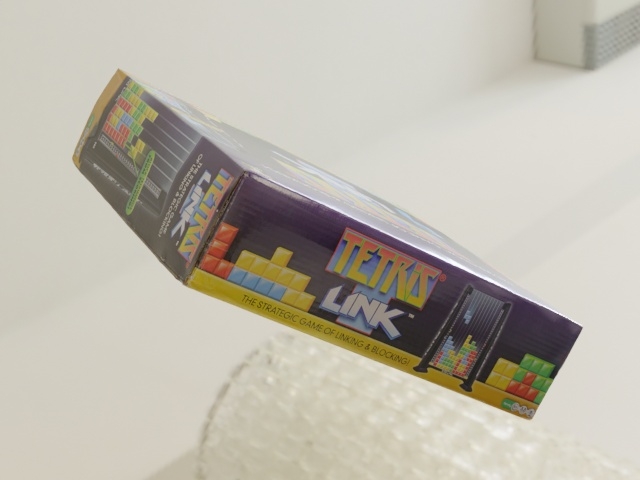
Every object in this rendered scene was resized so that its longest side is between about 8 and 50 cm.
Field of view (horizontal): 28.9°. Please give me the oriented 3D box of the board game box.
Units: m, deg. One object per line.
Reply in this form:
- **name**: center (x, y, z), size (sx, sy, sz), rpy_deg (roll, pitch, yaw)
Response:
- **board game box**: center (0.000, 0.000, 0.500), size (0.170, 0.141, 0.048), rpy_deg (24, -83, -34)
